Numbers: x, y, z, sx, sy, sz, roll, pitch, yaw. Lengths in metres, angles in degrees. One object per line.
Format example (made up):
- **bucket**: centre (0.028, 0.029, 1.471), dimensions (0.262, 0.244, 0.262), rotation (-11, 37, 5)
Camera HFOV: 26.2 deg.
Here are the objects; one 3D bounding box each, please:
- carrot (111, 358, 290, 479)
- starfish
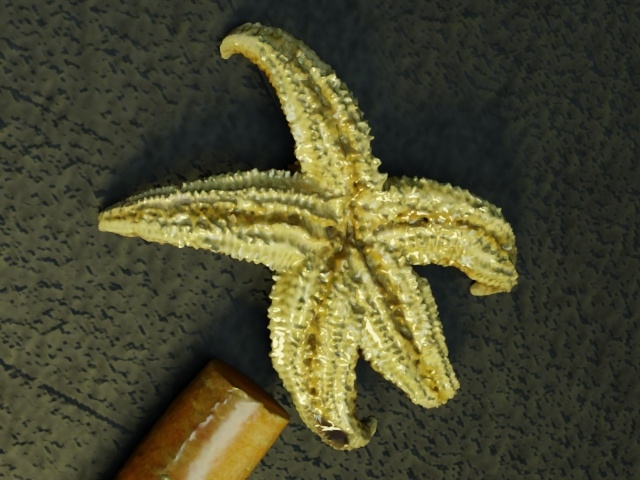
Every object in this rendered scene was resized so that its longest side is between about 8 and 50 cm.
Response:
- **carrot**: centre (-0.103, 0.168, 0.732), dimensions (0.067, 0.067, 0.225), rotation (36, 88, -20)
- **starfish**: centre (0.001, -0.001, 0.726), dimensions (0.216, 0.071, 0.238), rotation (-17, 100, -18)
